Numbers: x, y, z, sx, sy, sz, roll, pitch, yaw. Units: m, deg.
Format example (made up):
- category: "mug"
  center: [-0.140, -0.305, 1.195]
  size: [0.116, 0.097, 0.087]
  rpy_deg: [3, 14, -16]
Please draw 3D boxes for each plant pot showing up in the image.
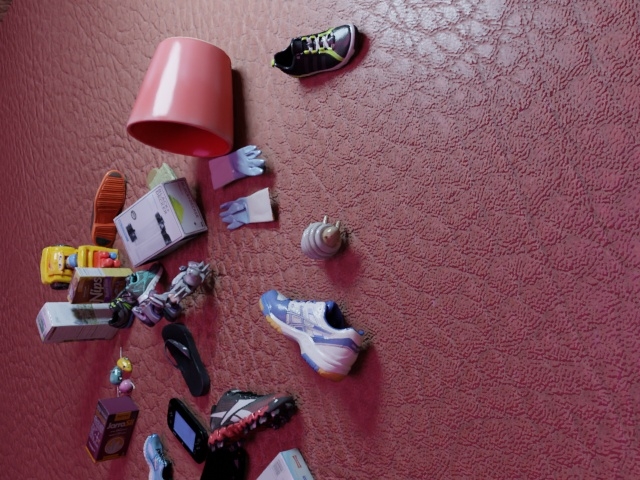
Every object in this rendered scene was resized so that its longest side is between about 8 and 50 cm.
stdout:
- category: "plant pot"
  center: [-0.347, -0.373, 1.650]
  size: [0.275, 0.275, 0.243]
  rpy_deg: [-4, 75, 46]

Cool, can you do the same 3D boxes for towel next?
- category: "towel"
  center: [-0.448, -0.144, 1.871]
  size: [0.110, 0.027, 0.148]
  rpy_deg: [-47, 68, 31]

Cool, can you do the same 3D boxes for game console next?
- category: "game console"
  center: [-0.323, 0.567, 1.697]
  size: [0.361, 0.044, 0.213]
  rpy_deg: [32, 110, 43]

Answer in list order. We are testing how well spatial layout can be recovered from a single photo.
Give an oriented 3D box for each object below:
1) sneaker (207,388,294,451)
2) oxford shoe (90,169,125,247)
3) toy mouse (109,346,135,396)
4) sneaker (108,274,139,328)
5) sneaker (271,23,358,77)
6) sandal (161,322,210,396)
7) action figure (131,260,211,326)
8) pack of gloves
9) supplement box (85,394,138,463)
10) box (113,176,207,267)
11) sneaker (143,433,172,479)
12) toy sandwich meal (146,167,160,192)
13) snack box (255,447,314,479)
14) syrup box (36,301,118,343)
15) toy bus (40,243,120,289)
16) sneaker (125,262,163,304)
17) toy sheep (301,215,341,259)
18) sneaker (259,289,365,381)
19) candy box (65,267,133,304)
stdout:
- category: "sneaker"
  center: [-0.174, 0.404, 1.516]
  size: [0.276, 0.098, 0.135]
  rpy_deg: [-34, 54, 32]
- category: "oxford shoe"
  center: [-0.727, -0.117, 2.127]
  size: [0.098, 0.097, 0.271]
  rpy_deg: [38, 114, 47]
- category: "toy mouse"
  center: [-0.647, 0.451, 2.046]
  size: [0.161, 0.031, 0.143]
  rpy_deg: [42, 117, 39]
- category: "sneaker"
  center: [-0.623, 0.198, 2.007]
  size: [0.067, 0.078, 0.188]
  rpy_deg: [36, 112, 41]
- category: "sneaker"
  center: [-0.019, -0.418, 1.414]
  size: [0.235, 0.097, 0.084]
  rpy_deg: [-14, 78, 44]
- category: "sandal"
  center: [-0.385, 0.324, 1.770]
  size: [0.254, 0.055, 0.097]
  rpy_deg: [48, 120, 36]
- category: "action figure"
  center: [-0.401, 0.142, 1.726]
  size: [0.099, 0.185, 0.285]
  rpy_deg: [51, 131, 5]
- category: "pack of gloves"
  center: [-0.192, -0.133, 1.627]
  size: [0.232, 0.046, 0.194]
  rpy_deg: [-9, 92, 48]
- category: "supplement box"
  center: [-0.656, 0.592, 1.994]
  size: [0.081, 0.104, 0.188]
  rpy_deg: [34, 111, 41]
- category: "box"
  center: [-0.465, -0.048, 1.825]
  size: [0.290, 0.087, 0.169]
  rpy_deg: [-24, 87, 42]
- category: "sneaker"
  center: [-0.459, 0.638, 1.835]
  size: [0.073, 0.063, 0.162]
  rpy_deg: [-23, 75, 24]
- category: "toy sandwich meal"
  center: [-0.503, -0.181, 1.947]
  size: [0.086, 0.029, 0.085]
  rpy_deg: [-7, 80, 43]
- category: "snack box"
  center: [-0.109, 0.651, 1.459]
  size: [0.322, 0.060, 0.187]
  rpy_deg: [-54, 52, 29]
- category: "syrup box"
  center: [-0.777, 0.262, 2.046]
  size: [0.096, 0.237, 0.093]
  rpy_deg: [-51, 55, 30]
- category: "toy bus"
  center: [-0.762, 0.079, 2.066]
  size: [0.212, 0.220, 0.149]
  rpy_deg: [-17, 70, 38]
- category: "sneaker"
  center: [-0.519, 0.111, 1.867]
  size: [0.065, 0.076, 0.166]
  rpy_deg: [-41, 21, 26]
- category: "toy sheep"
  center: [0.000, 0.000, 1.379]
  size: [0.132, 0.091, 0.091]
  rpy_deg: [-31, 65, 55]
- category: "sneaker"
  center: [-0.015, 0.176, 1.385]
  size: [0.296, 0.112, 0.131]
  rpy_deg: [37, 96, 39]
- category: "candy box"
  center: [-0.693, 0.144, 2.004]
  size: [0.053, 0.187, 0.109]
  rpy_deg: [43, 117, 39]
